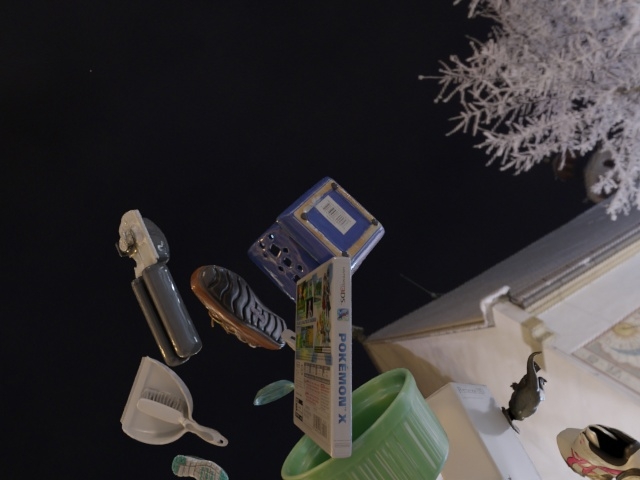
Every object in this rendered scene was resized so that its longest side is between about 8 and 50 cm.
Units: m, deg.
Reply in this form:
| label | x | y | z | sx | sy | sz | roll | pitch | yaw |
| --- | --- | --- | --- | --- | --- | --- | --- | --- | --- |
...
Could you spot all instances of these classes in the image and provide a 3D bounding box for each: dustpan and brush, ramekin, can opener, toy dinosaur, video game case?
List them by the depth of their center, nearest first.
| label | x | y | z | sx | sy | sz | roll | pitch | yaw |
| --- | --- | --- | --- | --- | --- | --- | --- | --- | --- |
| can opener | -0.268 | 0.069 | 0.834 | 0.093 | 0.281 | 0.074 | -5 | -28 | -50 |
| dustpan and brush | -0.258 | 0.316 | 0.892 | 0.211 | 0.060 | 0.148 | 20 | -87 | 4 |
| video game case | -0.003 | 0.203 | 0.906 | 0.036 | 0.329 | 0.300 | 3 | -102 | -12 |
| ramekin | 0.090 | 0.393 | 0.923 | 0.303 | 0.303 | 0.148 | -37 | -94 | -10 |
| toy dinosaur | 0.604 | 0.457 | 1.444 | 0.160 | 0.120 | 0.314 | -45 | -22 | -47 |

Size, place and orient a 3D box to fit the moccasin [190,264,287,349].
| label | x | y | z | sx | sy | sz | roll | pitch | yaw |
| --- | --- | --- | --- | --- | --- | --- | --- | --- | --- |
| moccasin | -0.238 | 0.194 | 1.376 | 0.146 | 0.139 | 0.380 | -12 | -34 | 23 |

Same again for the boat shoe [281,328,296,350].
| label | x | y | z | sx | sy | sz | roll | pitch | yaw |
| --- | --- | --- | --- | --- | --- | --- | --- | --- | --- |
| boat shoe | -0.048 | 0.234 | 1.109 | 0.035 | 0.100 | 0.035 | -49 | -47 | -21 |

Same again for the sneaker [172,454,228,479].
| label | x | y | z | sx | sy | sz | roll | pitch | yaw |
| --- | --- | --- | --- | --- | --- | --- | --- | --- | --- |
| sneaker | -0.313 | 0.614 | 1.334 | 0.076 | 0.166 | 0.065 | 40 | -117 | -64 |

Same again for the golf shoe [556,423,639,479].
| label | x | y | z | sx | sy | sz | roll | pitch | yaw |
| --- | --- | --- | --- | --- | --- | --- | --- | --- | --- |
| golf shoe | 0.357 | 0.260 | 0.622 | 0.067 | 0.186 | 0.086 | -30 | -92 | -10 |

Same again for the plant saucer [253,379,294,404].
| label | x | y | z | sx | sy | sz | roll | pitch | yaw |
| --- | --- | --- | --- | --- | --- | --- | --- | --- | --- |
| plant saucer | -0.124 | 0.398 | 1.310 | 0.119 | 0.021 | 0.119 | -21 | -28 | -12 |

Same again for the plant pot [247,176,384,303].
| label | x | y | z | sx | sy | sz | roll | pitch | yaw |
| --- | --- | --- | --- | --- | --- | --- | --- | --- | --- |
| plant pot | 0.000 | 0.000 | 1.191 | 0.236 | 0.212 | 0.236 | 44 | -128 | 3 |

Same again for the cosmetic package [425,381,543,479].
| label | x | y | z | sx | sy | sz | roll | pitch | yaw |
| --- | --- | --- | --- | --- | --- | --- | --- | --- | --- |
| cosmetic package | 0.457 | 0.625 | 1.330 | 0.230 | 0.454 | 0.161 | 18 | -54 | -44 |
